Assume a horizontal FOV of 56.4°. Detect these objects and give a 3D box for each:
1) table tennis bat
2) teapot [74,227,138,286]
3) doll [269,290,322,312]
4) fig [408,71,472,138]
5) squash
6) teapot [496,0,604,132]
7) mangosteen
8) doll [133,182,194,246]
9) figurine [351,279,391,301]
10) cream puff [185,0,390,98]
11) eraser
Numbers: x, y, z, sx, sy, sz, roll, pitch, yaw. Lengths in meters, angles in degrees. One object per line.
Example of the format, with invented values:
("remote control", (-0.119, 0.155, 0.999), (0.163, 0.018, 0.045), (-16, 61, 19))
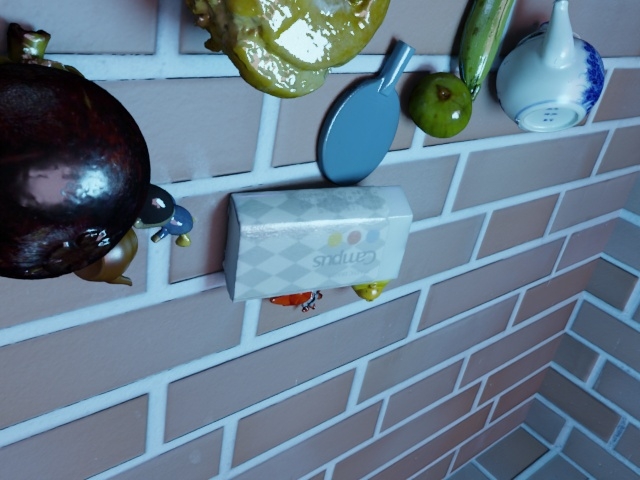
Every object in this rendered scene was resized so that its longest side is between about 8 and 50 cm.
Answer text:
("table tennis bat", (0.106, -0.266, 1.279), (0.215, 0.044, 0.329), (10, 113, -47))
("teapot", (-0.351, 0.003, 0.977), (0.116, 0.116, 0.173), (-22, 105, -33))
("doll", (-0.045, 0.122, 1.402), (0.109, 0.057, 0.169), (-54, 141, -2))
("fig", (0.263, -0.301, 1.362), (0.142, 0.186, 0.148), (25, 73, -9))
("squash", (0.367, -0.473, 1.344), (0.094, 0.094, 0.341), (-4, 117, -44))
("teapot", (0.570, -0.424, 1.495), (0.424, 0.252, 0.280), (55, 37, -69))
("mangosteen", (-0.371, -0.095, 0.756), (0.297, 0.293, 0.297), (-46, -178, 2))
("doll", (-0.277, -0.047, 1.025), (0.179, 0.088, 0.102), (61, 30, -60))
("figurine", (0.118, 0.037, 1.456), (0.156, 0.131, 0.246), (1, 125, -7))
("cream puff", (-0.052, -0.394, 0.867), (0.327, 0.231, 0.343), (-11, 125, -41))
("eraser", (0.000, 0.000, 1.260), (0.396, 0.082, 0.213), (-5, 122, -26))
